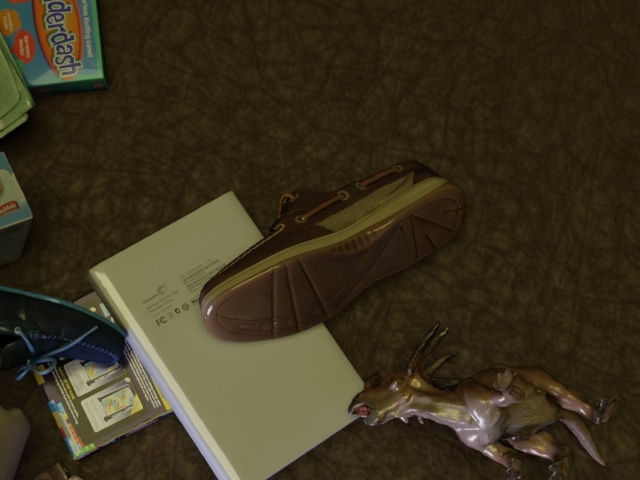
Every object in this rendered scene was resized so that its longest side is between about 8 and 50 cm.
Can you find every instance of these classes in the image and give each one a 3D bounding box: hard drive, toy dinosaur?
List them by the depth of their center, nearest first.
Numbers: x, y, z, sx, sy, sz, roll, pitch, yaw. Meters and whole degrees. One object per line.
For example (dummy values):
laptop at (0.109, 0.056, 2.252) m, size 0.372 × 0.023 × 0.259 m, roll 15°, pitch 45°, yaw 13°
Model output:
toy dinosaur at (0.201, 0.180, 1.534) m, size 0.295 × 0.200 × 0.127 m, roll 12°, pitch 101°, yaw -31°
hard drive at (-0.101, 0.116, 1.556) m, size 0.203 × 0.040 × 0.307 m, roll -31°, pitch 81°, yaw -24°

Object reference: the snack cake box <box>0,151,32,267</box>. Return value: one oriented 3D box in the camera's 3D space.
snack cake box at (-0.466, 0.006, 1.504) m, size 0.264 × 0.152 × 0.089 m, roll -22°, pitch 79°, yaw -25°

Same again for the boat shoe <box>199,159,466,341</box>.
boat shoe at (0.000, 0.000, 1.563) m, size 0.342 × 0.123 × 0.123 m, roll -29°, pitch 48°, yaw -16°

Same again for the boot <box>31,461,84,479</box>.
boot at (-0.288, 0.314, 1.536) m, size 0.118 × 0.042 × 0.087 m, roll 39°, pitch 78°, yaw 6°

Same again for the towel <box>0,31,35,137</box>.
towel at (-0.522, -0.170, 1.601) m, size 0.325 × 0.038 × 0.248 m, roll -31°, pitch 76°, yaw 5°

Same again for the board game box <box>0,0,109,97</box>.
board game box at (-0.373, -0.254, 1.649) m, size 0.210 × 0.047 × 0.160 m, roll -8°, pitch 79°, yaw -3°

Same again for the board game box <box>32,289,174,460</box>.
board game box at (-0.257, 0.149, 1.568) m, size 0.141 × 0.048 × 0.170 m, roll -26°, pitch 79°, yaw -8°

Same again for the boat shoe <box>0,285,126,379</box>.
boat shoe at (-0.344, 0.107, 1.479) m, size 0.258 × 0.109 × 0.089 m, roll 15°, pitch 63°, yaw -17°

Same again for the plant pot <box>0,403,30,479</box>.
plant pot at (-0.471, 0.284, 1.421) m, size 0.334 × 0.334 × 0.305 m, roll 21°, pitch 67°, yaw 3°
